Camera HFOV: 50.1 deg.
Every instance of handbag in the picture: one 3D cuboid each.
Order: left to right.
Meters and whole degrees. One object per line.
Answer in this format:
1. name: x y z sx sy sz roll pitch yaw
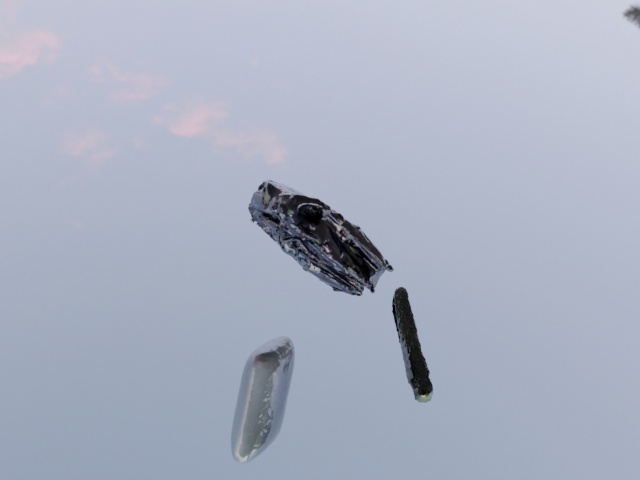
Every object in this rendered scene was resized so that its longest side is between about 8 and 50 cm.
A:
1. handbag: 0.000 0.000 1.116 0.260 0.162 0.113 41 -101 -38

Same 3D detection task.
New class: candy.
1. candy: -0.089 0.242 1.060 0.071 0.174 0.138 14 -171 14

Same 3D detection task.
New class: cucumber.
1. cucumber: 0.175 0.197 1.348 0.044 0.043 0.256 -3 -130 -7
